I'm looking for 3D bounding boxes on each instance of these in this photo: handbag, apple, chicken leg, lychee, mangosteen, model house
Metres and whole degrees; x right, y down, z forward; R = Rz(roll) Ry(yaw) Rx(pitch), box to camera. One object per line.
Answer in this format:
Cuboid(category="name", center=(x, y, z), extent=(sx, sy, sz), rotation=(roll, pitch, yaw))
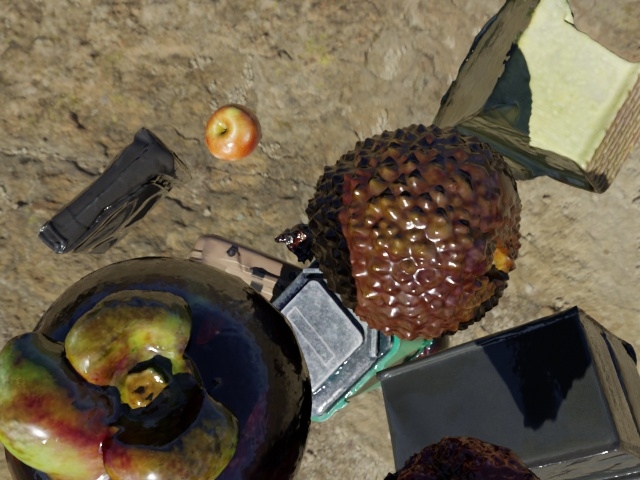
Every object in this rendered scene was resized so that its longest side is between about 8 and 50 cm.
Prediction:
Cuboid(category="handbag", center=(-0.187, 0.101, 1.525), extent=(0.302, 0.283, 0.149), rotation=(20, 75, -18))
Cuboid(category="handbag", center=(-0.313, -0.068, 0.988), extent=(0.223, 0.247, 0.080), rotation=(-41, 92, -5))
Cuboid(category="apple", center=(-0.242, -0.301, 1.787), extent=(0.163, 0.139, 0.163), rotation=(-2, 86, 23))
Cuboid(category="chicken leg", center=(0.000, 0.000, 1.468), extent=(0.234, 0.063, 0.105), rotation=(-8, 66, -39))
Cuboid(category="lychee", center=(0.101, -0.015, 0.753), extent=(0.268, 0.267, 0.267), rotation=(-2, 77, 7))
Cuboid(category="mangosteen", center=(-0.142, 0.147, 0.566), extent=(0.288, 0.288, 0.288), rotation=(-2, 77, 7))
Cuboid(category="model house", center=(0.365, -0.226, 1.028), extent=(0.266, 0.321, 0.261), rotation=(29, 90, -6))

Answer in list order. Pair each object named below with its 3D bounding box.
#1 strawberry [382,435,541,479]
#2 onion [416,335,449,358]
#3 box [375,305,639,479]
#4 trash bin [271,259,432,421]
Cuboid(category="strawberry", center=(0.144, 0.299, 0.593), extent=(0.274, 0.274, 0.220), rotation=(2, 77, 8))
Cuboid(category="onion", center=(0.274, 0.334, 1.934), extent=(0.273, 0.273, 0.285), rotation=(-27, 39, 1))
Cuboid(category="box", center=(0.305, 0.276, 0.987), extent=(0.345, 0.251, 0.204), rotation=(-27, 52, 30))
Cuboid(category="trash bin", center=(0.055, 0.223, 1.375), extent=(0.295, 0.381, 0.259), rotation=(-47, 64, 13))
